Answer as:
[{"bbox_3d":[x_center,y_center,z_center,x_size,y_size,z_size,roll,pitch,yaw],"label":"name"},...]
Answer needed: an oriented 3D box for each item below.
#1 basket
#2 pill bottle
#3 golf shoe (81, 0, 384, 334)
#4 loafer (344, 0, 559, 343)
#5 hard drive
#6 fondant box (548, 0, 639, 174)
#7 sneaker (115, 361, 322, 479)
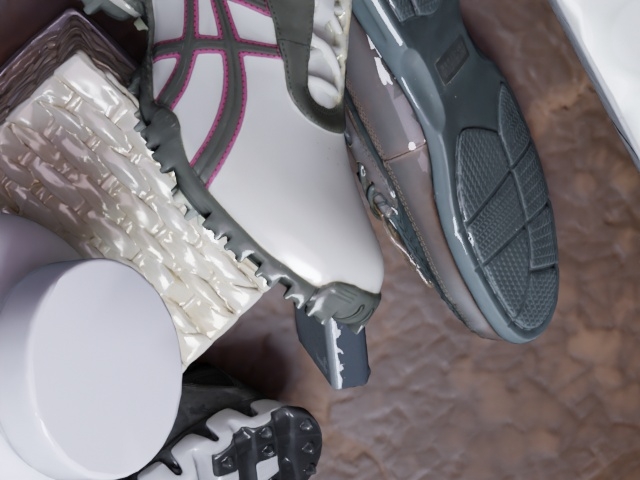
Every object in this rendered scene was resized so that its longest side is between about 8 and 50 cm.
[{"bbox_3d":[-0.104,-0.018,0.850,0.113,0.103,0.167,-44,109,3],"label":"basket"},{"bbox_3d":[-0.190,0.065,0.764,0.146,0.264,0.146,11,76,-52],"label":"pill bottle"},{"bbox_3d":[-0.029,-0.089,0.776,0.120,0.105,0.273,-34,70,17],"label":"golf shoe"},{"bbox_3d":[0.048,-0.066,0.893,0.096,0.084,0.268,-41,116,-44],"label":"loafer"},{"bbox_3d":[0.000,0.000,0.880,0.022,0.094,0.135,-9,105,-11],"label":"hard drive"},{"bbox_3d":[0.262,-0.115,0.882,0.238,0.096,0.330,-29,111,7],"label":"fondant box"},{"bbox_3d":[-0.120,0.128,0.867,0.234,0.106,0.078,-24,130,-28],"label":"sneaker"}]
